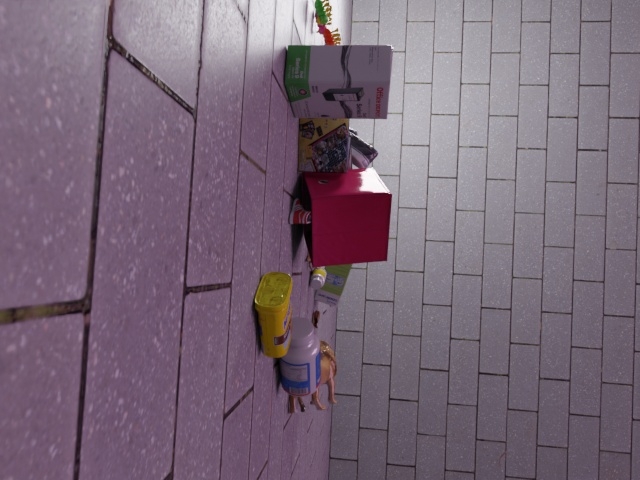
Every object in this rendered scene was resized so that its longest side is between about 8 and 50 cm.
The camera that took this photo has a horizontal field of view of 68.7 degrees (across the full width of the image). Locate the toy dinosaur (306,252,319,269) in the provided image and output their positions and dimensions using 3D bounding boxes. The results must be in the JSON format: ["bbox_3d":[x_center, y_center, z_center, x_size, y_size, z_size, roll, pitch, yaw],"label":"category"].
[{"bbox_3d":[-0.035,0.072,1.901,0.183,0.053,0.093,-55,130,-61],"label":"toy dinosaur"}]

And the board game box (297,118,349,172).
[{"bbox_3d":[0.012,-0.346,1.545,0.042,0.165,0.243,-45,138,-81],"label":"board game box"}]

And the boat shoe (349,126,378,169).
[{"bbox_3d":[0.101,-0.396,1.847,0.102,0.301,0.108,-44,149,-8],"label":"boat shoe"}]

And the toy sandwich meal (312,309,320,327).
[{"bbox_3d":[-0.020,0.367,2.166,0.085,0.029,0.086,3,90,-84],"label":"toy sandwich meal"}]

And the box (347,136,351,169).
[{"bbox_3d":[0.032,-0.287,1.759,0.290,0.169,0.087,77,20,-73],"label":"box"}]

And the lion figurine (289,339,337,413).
[{"bbox_3d":[-0.023,0.492,1.732,0.392,0.142,0.240,48,38,-75],"label":"lion figurine"}]

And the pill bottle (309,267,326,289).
[{"bbox_3d":[-0.011,0.164,2.005,0.116,0.065,0.065,-71,163,-70],"label":"pill bottle"}]

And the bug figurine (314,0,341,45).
[{"bbox_3d":[0.023,-0.759,1.721,0.279,0.072,0.216,-81,156,-80],"label":"bug figurine"}]

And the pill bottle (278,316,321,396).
[{"bbox_3d":[-0.061,0.337,1.365,0.124,0.124,0.222,-77,169,-58],"label":"pill bottle"}]

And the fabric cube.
[{"bbox_3d":[0.080,-0.086,1.597,0.254,0.258,0.259,-106,-166,-61],"label":"fabric cube"}]

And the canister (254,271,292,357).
[{"bbox_3d":[-0.107,0.179,1.119,0.126,0.073,0.170,-78,170,-55],"label":"canister"}]

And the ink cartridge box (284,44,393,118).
[{"bbox_3d":[0.058,-0.450,1.345,0.211,0.289,0.122,66,27,-76],"label":"ink cartridge box"}]

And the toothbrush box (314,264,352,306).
[{"bbox_3d":[0.078,0.147,2.244,0.206,0.122,0.283,-57,165,-77],"label":"toothbrush box"}]

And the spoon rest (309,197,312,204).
[{"bbox_3d":[0.031,-0.170,1.808,0.276,0.084,0.137,10,70,-58],"label":"spoon rest"}]

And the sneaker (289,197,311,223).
[{"bbox_3d":[-0.057,-0.090,1.468,0.118,0.067,0.042,-79,170,-49],"label":"sneaker"}]
